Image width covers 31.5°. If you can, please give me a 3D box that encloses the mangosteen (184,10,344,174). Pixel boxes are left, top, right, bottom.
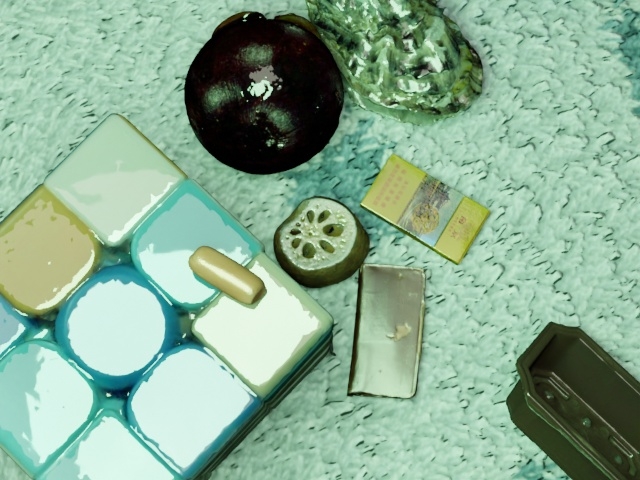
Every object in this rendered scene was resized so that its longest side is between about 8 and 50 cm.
[{"bbox_3d":[-0.066,-0.208,1.480,0.211,0.211,0.250,11,48,1],"label":"mangosteen"}]

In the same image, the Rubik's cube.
[{"bbox_3d":[-0.216,0.119,1.326,0.344,0.347,0.346,43,81,8],"label":"Rubik's cube"}]

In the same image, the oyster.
[{"bbox_3d":[0.071,-0.300,1.523,0.351,0.158,0.162,52,48,-4],"label":"oyster"}]

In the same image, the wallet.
[{"bbox_3d":[0.088,0.120,1.492,0.095,0.026,0.176,3,76,6],"label":"wallet"}]

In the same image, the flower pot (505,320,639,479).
[{"bbox_3d":[0.336,0.233,1.419,0.251,0.084,0.179,43,41,8],"label":"flower pot"}]

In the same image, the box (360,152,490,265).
[{"bbox_3d":[0.140,-0.042,1.526,0.155,0.023,0.087,31,77,5],"label":"box"}]

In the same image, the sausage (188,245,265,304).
[{"bbox_3d":[-0.095,0.035,1.151,0.083,0.034,0.034,31,80,6],"label":"sausage"}]

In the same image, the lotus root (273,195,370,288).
[{"bbox_3d":[0.002,0.002,1.483,0.112,0.081,0.122,42,79,9],"label":"lotus root"}]
